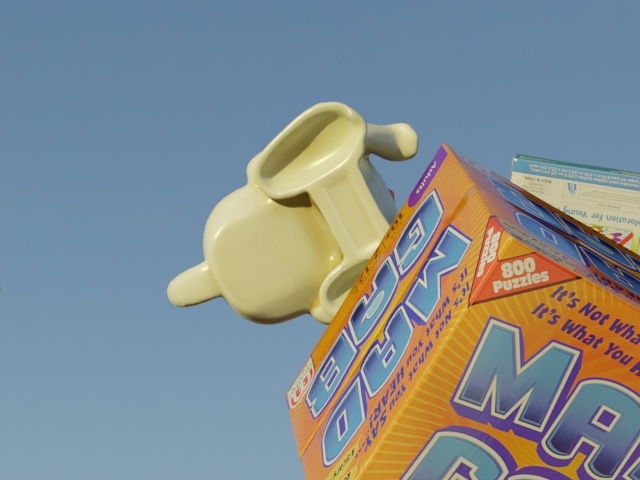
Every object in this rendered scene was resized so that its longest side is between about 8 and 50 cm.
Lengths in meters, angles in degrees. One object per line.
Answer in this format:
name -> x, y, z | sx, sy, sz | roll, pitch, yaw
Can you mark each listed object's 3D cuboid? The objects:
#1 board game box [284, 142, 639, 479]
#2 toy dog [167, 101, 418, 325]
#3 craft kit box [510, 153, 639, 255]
board game box -> 0.216, 0.169, 1.844 | 0.356, 0.357, 0.356 | 28, 13, -14
toy dog -> 0.000, 0.000, 2.420 | 0.395, 0.285, 0.408 | -37, -1, 9
craft kit box -> 0.344, 0.033, 2.124 | 0.249, 0.247, 0.061 | 10, 9, 8
